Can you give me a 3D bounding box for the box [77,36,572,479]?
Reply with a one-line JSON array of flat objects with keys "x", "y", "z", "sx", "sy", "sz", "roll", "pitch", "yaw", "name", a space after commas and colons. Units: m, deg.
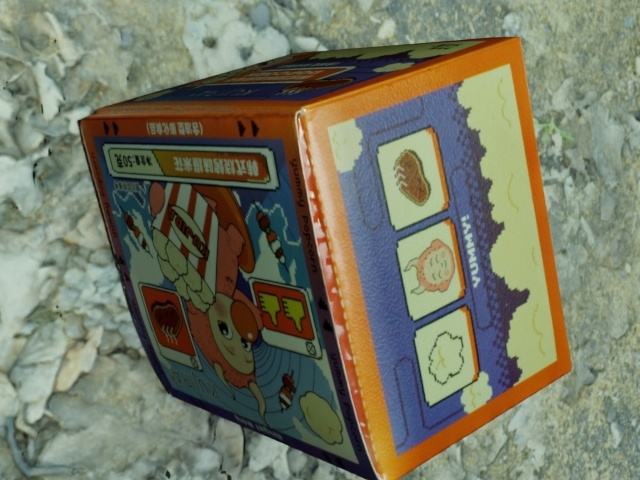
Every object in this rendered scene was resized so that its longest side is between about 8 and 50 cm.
[{"x": 0.000, "y": 0.000, "z": 0.965, "sx": 0.257, "sy": 0.348, "sz": 0.318, "roll": -25, "pitch": 111, "yaw": -33, "name": "box"}]
